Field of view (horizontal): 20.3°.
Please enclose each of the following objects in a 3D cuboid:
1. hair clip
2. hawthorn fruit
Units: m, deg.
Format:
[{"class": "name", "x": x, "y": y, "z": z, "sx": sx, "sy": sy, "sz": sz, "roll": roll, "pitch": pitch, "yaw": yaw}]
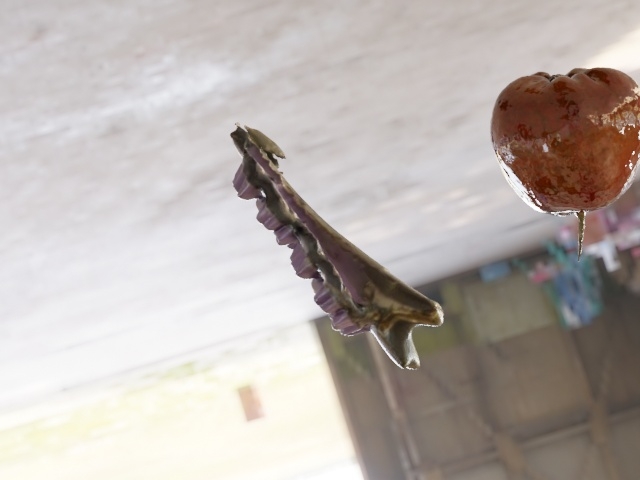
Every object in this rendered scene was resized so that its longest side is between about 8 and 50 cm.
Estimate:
[{"class": "hair clip", "x": 0.000, "y": 0.000, "z": 1.658, "sx": 0.084, "sy": 0.292, "sz": 0.106, "roll": -45, "pitch": 159, "yaw": 12}, {"class": "hawthorn fruit", "x": 0.196, "y": -0.075, "z": 1.364, "sx": 0.125, "sy": 0.140, "sz": 0.125, "roll": -39, "pitch": -169, "yaw": 9}]
